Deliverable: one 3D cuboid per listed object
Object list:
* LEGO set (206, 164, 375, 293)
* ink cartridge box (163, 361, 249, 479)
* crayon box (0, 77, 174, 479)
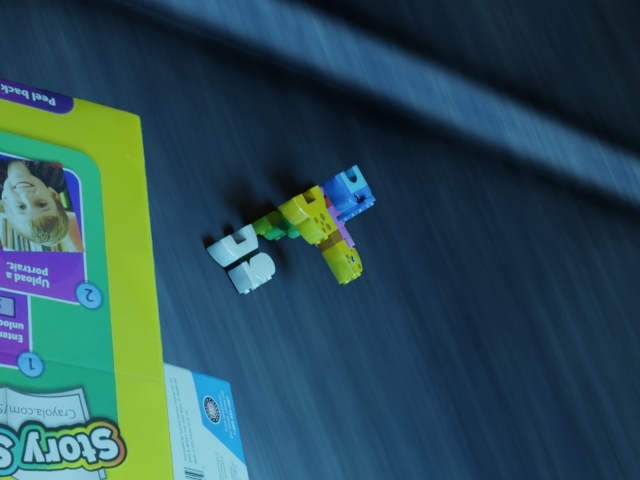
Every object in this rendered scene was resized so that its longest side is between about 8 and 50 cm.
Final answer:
[{"bbox_3d":[0.000,0.000,1.548,0.093,0.087,0.227,60,31,0],"label":"LEGO set"},{"bbox_3d":[-0.149,0.162,1.183,0.203,0.086,0.148,22,46,-45],"label":"ink cartridge box"},{"bbox_3d":[-0.279,0.033,1.003,0.363,0.106,0.313,13,53,-31],"label":"crayon box"}]
